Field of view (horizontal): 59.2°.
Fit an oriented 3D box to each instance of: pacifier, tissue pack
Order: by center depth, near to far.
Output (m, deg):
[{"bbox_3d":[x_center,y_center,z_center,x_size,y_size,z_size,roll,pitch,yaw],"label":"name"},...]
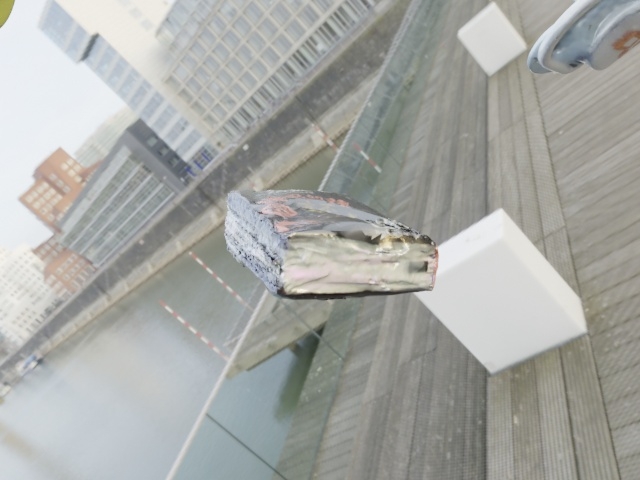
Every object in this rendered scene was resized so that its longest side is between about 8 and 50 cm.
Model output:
[{"bbox_3d":[0.385,-0.364,0.791,0.227,0.207,0.279,-11,-21,-39],"label":"pacifier"},{"bbox_3d":[0.000,0.000,0.867,0.332,0.245,0.123,-146,59,-64],"label":"tissue pack"}]

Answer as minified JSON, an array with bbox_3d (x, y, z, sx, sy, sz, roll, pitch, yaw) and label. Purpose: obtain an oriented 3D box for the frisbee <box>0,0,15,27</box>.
[{"bbox_3d":[-0.623,-0.516,1.074,0.236,0.017,0.236,-168,90,-80],"label":"frisbee"}]
